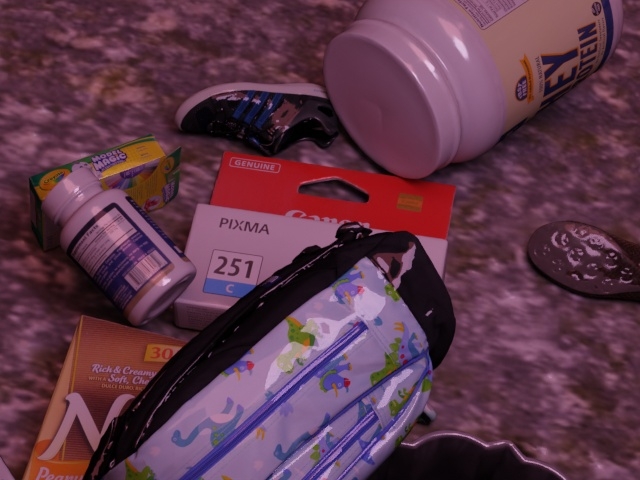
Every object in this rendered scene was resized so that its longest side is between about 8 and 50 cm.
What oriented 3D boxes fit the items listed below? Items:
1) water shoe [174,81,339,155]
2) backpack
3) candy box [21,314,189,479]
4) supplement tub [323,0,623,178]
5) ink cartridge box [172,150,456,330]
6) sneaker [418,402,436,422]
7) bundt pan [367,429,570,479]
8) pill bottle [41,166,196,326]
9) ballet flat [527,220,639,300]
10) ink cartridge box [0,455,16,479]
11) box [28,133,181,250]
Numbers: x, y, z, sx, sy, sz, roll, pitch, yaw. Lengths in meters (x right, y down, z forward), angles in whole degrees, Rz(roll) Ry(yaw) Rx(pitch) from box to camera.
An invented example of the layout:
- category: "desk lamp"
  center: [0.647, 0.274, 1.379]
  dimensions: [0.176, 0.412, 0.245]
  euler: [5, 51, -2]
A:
- category: "water shoe"
  center: [-0.075, -0.146, 1.967]
  dimensions: [0.203, 0.073, 0.080]
  euler: [-7, 60, -13]
- category: "backpack"
  center: [-0.057, 0.175, 1.549]
  dimensions: [0.355, 0.290, 0.273]
  euler: [-26, 90, -30]
- category: "candy box"
  center: [-0.209, 0.247, 1.676]
  dimensions: [0.183, 0.087, 0.316]
  euler: [14, 56, 0]
- category: "supplement tub"
  center: [0.186, -0.241, 1.970]
  dimensions: [0.325, 0.235, 0.235]
  euler: [-36, 68, -27]
- category: "ink cartridge box"
  center: [0.000, 0.000, 1.866]
  dimensions: [0.296, 0.066, 0.261]
  euler: [8, 56, 6]
- category: "sneaker"
  center: [0.104, 0.156, 1.814]
  dimensions: [0.098, 0.038, 0.069]
  euler: [37, 60, 15]
- category: "bundt pan"
  center: [0.134, 0.365, 1.630]
  dimensions: [0.331, 0.124, 0.331]
  euler: [4, 57, -6]
- category: "pill bottle"
  center: [-0.223, 0.003, 1.751]
  dimensions: [0.094, 0.094, 0.169]
  euler: [-39, 81, -28]
- category: "ballet flat"
  center: [0.371, 0.033, 1.931]
  dimensions: [0.250, 0.058, 0.084]
  euler: [12, 91, 5]
- category: "ink cartridge box"
  center: [-0.419, 0.223, 1.627]
  dimensions: [0.165, 0.065, 0.333]
  euler: [-34, 52, -11]
- category: "box"
  center: [-0.246, -0.060, 1.864]
  dimensions: [0.179, 0.105, 0.043]
  euler: [-20, 61, -21]
